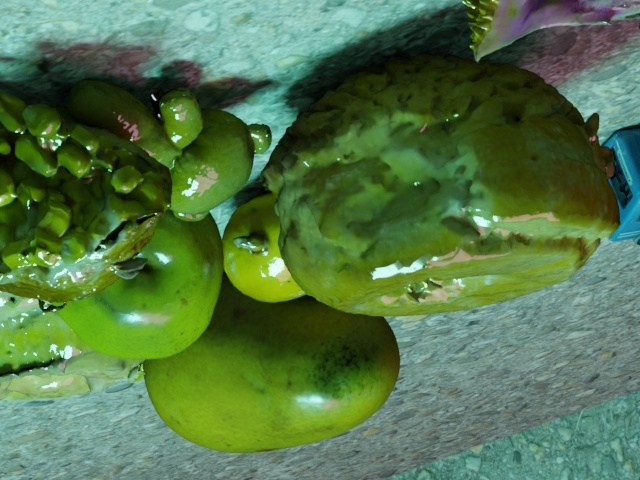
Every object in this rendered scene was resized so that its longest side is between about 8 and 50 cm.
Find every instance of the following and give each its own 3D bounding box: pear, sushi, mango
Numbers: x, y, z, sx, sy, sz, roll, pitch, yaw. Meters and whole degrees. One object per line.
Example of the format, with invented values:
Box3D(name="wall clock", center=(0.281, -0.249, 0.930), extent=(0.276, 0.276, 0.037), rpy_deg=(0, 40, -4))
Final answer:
Box3D(name="pear", center=(-0.187, 0.025, 1.730), extent=(0.198, 0.198, 0.198), rpy_deg=(-14, 163, -5))
Box3D(name="sushi", center=(-0.272, -0.033, 1.510), extent=(0.296, 0.167, 0.179), rpy_deg=(15, 176, 22))
Box3D(name="mango", center=(0.000, 0.000, 1.948), extent=(0.176, 0.119, 0.317), rpy_deg=(-31, 164, 36))
Box3D(name="mango", center=(-0.053, 0.144, 2.067), extent=(0.263, 0.221, 0.378), rpy_deg=(-12, -172, -33))

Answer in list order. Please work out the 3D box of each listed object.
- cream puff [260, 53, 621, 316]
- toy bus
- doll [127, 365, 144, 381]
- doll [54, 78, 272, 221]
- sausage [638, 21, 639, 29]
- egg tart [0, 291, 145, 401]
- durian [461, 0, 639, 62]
Box3D(name="cream puff", center=(0.113, -0.061, 1.663), extent=(0.327, 0.231, 0.343), rpy_deg=(0, 164, -29))
Box3D(name="toy bus", center=(0.454, -0.080, 2.101), extent=(0.246, 0.114, 0.134), rpy_deg=(-8, 156, -17))
Box3D(name="doll", center=(-0.140, 0.134, 2.279), extent=(0.241, 0.099, 0.135), rpy_deg=(-13, 170, -15))
Box3D(name="doll", center=(-0.153, -0.098, 1.593), extent=(0.209, 0.097, 0.137), rpy_deg=(26, 121, -37))
Box3D(name="sausage", center=(0.380, -0.232, 1.698), extent=(0.147, 0.035, 0.030), rpy_deg=(-24, -176, 22))
Box3D(name="egg tart", center=(-0.303, 0.099, 1.949), extent=(0.352, 0.150, 0.352), rpy_deg=(-11, 163, -3))
Box3D(name="durian", center=(0.237, -0.254, 1.354), extent=(0.260, 0.154, 0.186), rpy_deg=(0, 135, -25))
